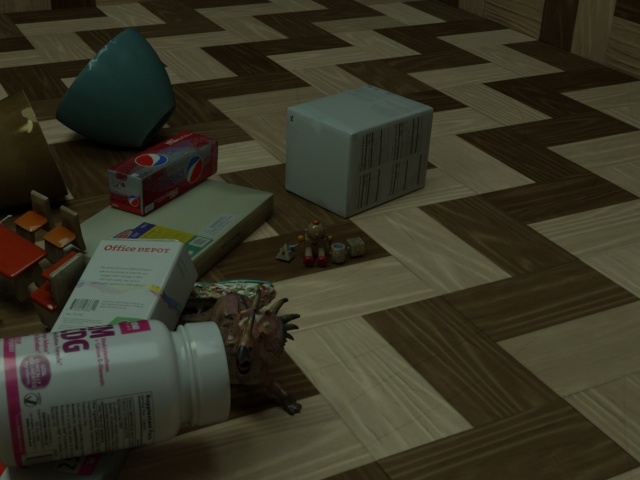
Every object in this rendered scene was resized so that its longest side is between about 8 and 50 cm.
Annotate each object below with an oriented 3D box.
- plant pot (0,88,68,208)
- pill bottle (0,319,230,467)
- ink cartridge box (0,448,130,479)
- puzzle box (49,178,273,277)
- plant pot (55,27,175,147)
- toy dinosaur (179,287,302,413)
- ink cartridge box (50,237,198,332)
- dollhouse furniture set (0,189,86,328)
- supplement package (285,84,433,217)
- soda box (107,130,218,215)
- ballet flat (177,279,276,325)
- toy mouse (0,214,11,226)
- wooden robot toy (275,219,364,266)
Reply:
[{"bbox_3d":[-0.689,-0.159,1.872,0.254,0.237,0.237,-23,34,-15],"label":"plant pot"},{"bbox_3d":[-0.267,0.187,1.160,0.283,0.160,0.160,-6,29,-17],"label":"pill bottle"},{"bbox_3d":[-0.379,0.260,1.246,0.239,0.060,0.275,6,28,4],"label":"ink cartridge box"},{"bbox_3d":[-0.303,-0.023,1.796,0.272,0.052,0.409,14,30,21],"label":"puzzle box"},{"bbox_3d":[-0.467,-0.340,2.196,0.195,0.290,0.290,40,31,-5],"label":"plant pot"},{"bbox_3d":[-0.119,0.138,1.345,0.127,0.200,0.296,-12,30,-25],"label":"toy dinosaur"},{"bbox_3d":[-0.305,0.101,1.430,0.154,0.093,0.212,2,48,18],"label":"ink cartridge box"},{"bbox_3d":[-0.501,0.036,1.523,0.259,0.135,0.262,26,47,24],"label":"dollhouse furniture set"},{"bbox_3d":[0.083,-0.204,2.011,0.263,0.198,0.199,-23,37,-39],"label":"supplement package"},{"bbox_3d":[-0.322,-0.144,1.879,0.092,0.083,0.263,17,30,24],"label":"soda box"},{"bbox_3d":[-0.196,0.112,1.539,0.241,0.091,0.077,0,58,4],"label":"ballet flat"},{"bbox_3d":[-0.620,0.016,1.660,0.161,0.143,0.031,-41,86,-11],"label":"toy mouse"},{"bbox_3d":[0.000,0.000,1.745,0.173,0.079,0.076,-1,28,-4],"label":"wooden robot toy"}]
